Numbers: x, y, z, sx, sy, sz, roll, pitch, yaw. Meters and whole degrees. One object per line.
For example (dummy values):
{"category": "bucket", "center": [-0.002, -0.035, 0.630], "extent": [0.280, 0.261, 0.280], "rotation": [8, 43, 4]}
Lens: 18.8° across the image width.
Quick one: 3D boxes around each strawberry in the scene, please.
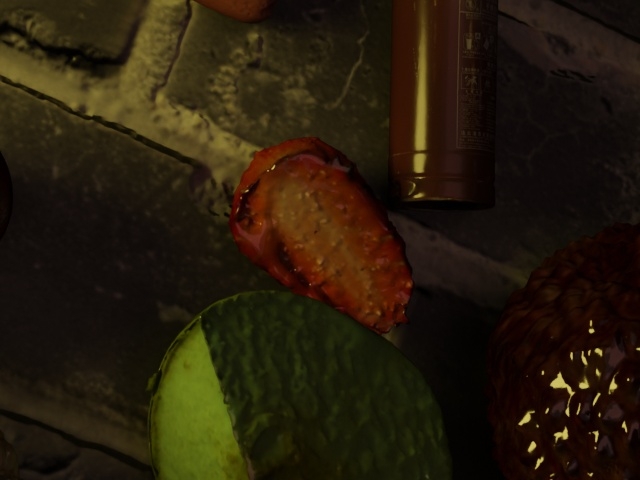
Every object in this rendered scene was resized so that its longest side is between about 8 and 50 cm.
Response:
{"category": "strawberry", "center": [0.000, 0.000, 1.617], "extent": [0.121, 0.082, 0.188], "rotation": [-35, 108, -1]}

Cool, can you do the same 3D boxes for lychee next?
{"category": "lychee", "center": [0.281, 0.132, 1.593], "extent": [0.306, 0.306, 0.330], "rotation": [-13, 112, -22]}

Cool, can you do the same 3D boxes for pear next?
{"category": "pear", "center": [-0.008, 0.179, 1.566], "extent": [0.239, 0.139, 0.288], "rotation": [-15, 86, -37]}

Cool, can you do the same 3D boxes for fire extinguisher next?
{"category": "fire extinguisher", "center": [0.106, -0.161, 1.661], "extent": [0.105, 0.105, 0.269], "rotation": [3, 84, -21]}

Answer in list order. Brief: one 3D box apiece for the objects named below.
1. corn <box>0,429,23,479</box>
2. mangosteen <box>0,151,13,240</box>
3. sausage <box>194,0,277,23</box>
{"category": "corn", "center": [-0.355, 0.122, 1.380], "extent": [0.347, 0.130, 0.130], "rotation": [29, 73, 15]}
{"category": "mangosteen", "center": [-0.301, -0.019, 1.437], "extent": [0.146, 0.181, 0.156], "rotation": [-25, 126, 7]}
{"category": "sausage", "center": [-0.101, -0.231, 1.600], "extent": [0.154, 0.062, 0.062], "rotation": [24, 77, -17]}
